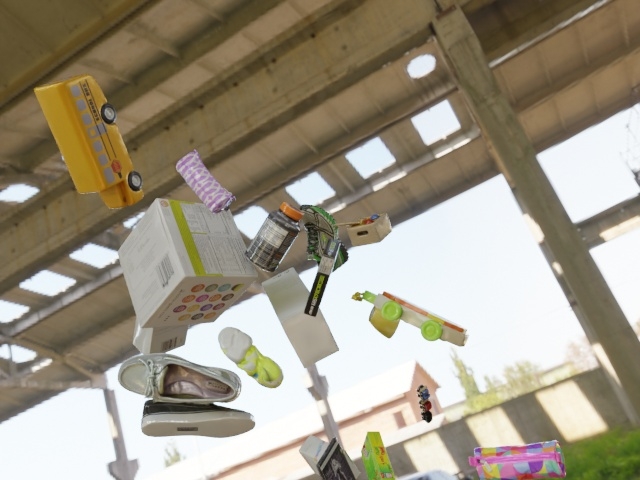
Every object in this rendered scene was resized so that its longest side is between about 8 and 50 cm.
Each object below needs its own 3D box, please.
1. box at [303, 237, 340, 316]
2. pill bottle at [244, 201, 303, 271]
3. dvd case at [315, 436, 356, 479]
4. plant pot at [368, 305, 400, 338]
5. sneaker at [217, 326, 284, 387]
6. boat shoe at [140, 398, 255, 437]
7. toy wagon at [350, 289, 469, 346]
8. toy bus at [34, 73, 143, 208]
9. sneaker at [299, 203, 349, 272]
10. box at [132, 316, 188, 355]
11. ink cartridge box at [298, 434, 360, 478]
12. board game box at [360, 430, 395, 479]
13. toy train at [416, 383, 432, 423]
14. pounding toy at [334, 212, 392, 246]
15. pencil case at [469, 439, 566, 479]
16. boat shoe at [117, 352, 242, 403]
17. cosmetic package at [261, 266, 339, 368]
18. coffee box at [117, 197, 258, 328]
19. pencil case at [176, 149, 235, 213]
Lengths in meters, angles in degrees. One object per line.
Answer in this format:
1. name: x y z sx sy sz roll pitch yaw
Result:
1. box: 0.006 0.106 1.775 0.045 0.190 0.184 18 17 -1
2. pill bottle: -0.159 -0.018 2.180 0.245 0.130 0.130 -57 -32 9
3. dvd case: 0.063 0.796 2.012 0.018 0.221 0.164 -21 7 26
4. plant pot: 0.235 0.288 2.254 0.095 0.134 0.134 22 -32 -5
5. sneaker: -0.208 0.358 1.773 0.091 0.240 0.126 -41 -22 -23
6. boat shoe: -0.326 0.467 1.628 0.301 0.102 0.108 2 -46 -12
7. toy wagon: 0.249 0.209 1.713 0.068 0.344 0.267 -65 -22 0
8. toy bus: -0.557 -0.230 1.475 0.108 0.332 0.130 -2 27 27
9. sneaker: 0.000 0.000 2.422 0.146 0.134 0.343 -45 -55 -27
10. box: -0.632 0.347 2.403 0.181 0.119 0.182 -17 -47 -46
11. ink cartridge box: 0.034 0.892 2.435 0.212 0.154 0.093 2 40 47
12. board game box: 0.171 0.676 1.818 0.043 0.181 0.092 5 -61 -14
13. toy train: 0.289 0.452 1.661 0.027 0.036 0.158 -31 -50 -20
14. pounding toy: 0.149 -0.043 2.086 0.141 0.100 0.130 -11 15 34
15. pencil case: 0.525 0.591 1.607 0.236 0.104 0.104 -15 -19 22
16. boat shoe: -0.363 0.359 1.543 0.320 0.118 0.103 12 -9 -1
17. cosmetic package: -0.091 0.299 2.443 0.161 0.230 0.453 -27 19 -7
18. coffee box: -0.497 0.090 2.252 0.334 0.338 0.337 4 -39 -47
19. pencil case: -0.356 -0.177 1.863 0.088 0.206 0.086 -41 -4 5
